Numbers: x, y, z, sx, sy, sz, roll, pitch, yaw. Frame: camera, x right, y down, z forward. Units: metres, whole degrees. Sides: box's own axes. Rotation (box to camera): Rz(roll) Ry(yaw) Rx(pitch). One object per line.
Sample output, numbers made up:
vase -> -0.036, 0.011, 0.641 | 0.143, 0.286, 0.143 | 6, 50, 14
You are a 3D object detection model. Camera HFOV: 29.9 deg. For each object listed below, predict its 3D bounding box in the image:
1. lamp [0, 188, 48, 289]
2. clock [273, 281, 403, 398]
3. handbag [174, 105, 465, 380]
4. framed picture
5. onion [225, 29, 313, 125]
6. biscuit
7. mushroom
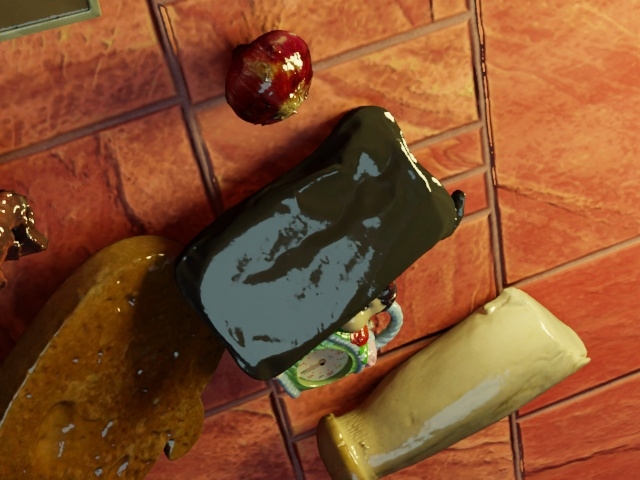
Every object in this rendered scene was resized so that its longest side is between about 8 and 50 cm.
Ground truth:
lamp -> -0.416, 0.006, 1.201 | 0.223, 0.151, 0.215 | -25, 179, -34
clock -> 0.010, 0.096, 1.500 | 0.195, 0.100, 0.194 | -30, 137, 5
handbag -> 0.002, -0.002, 1.372 | 0.332, 0.075, 0.191 | -40, 106, -8
framed picture -> -0.310, -0.252, 1.129 | 0.183, 0.011, 0.142 | -17, 132, -11
onion -> -0.056, -0.172, 1.255 | 0.107, 0.097, 0.107 | -50, 163, -21
biscuit -> -0.241, 0.172, 1.403 | 0.367, 0.063, 0.314 | -56, 142, -5
mushroom -> 0.180, 0.203, 1.640 | 0.407, 0.137, 0.154 | -30, 146, -6
